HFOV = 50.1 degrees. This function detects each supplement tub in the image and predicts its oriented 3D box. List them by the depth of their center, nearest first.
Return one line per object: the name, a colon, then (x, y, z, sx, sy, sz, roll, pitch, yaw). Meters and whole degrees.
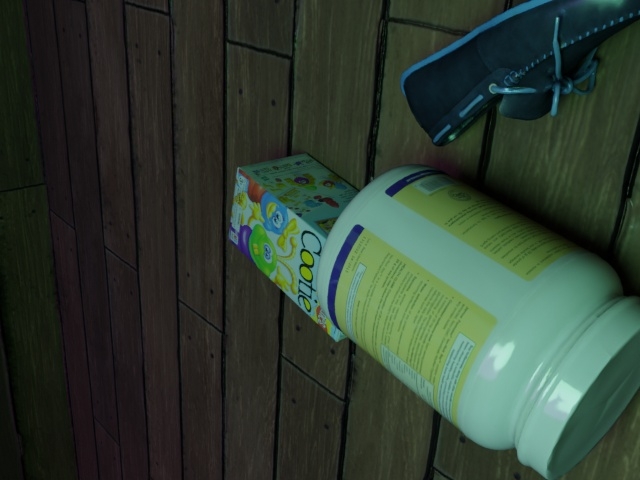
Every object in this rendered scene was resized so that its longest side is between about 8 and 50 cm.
supplement tub: (0.181, 0.081, 0.782, 0.331, 0.241, 0.240, 37, 129, 36)

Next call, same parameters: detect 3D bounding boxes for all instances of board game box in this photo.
board game box: (0.000, 0.000, 1.044, 0.275, 0.144, 0.142, 40, 132, 35)

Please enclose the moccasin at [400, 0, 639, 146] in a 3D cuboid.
moccasin: (0.226, -0.187, 0.740, 0.342, 0.138, 0.116, -13, 98, 65)
